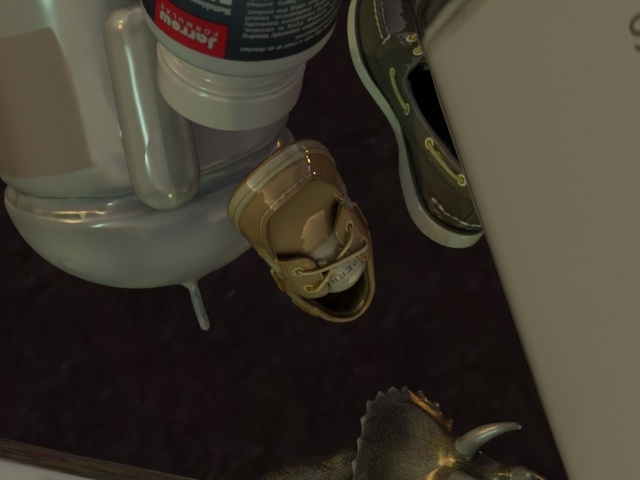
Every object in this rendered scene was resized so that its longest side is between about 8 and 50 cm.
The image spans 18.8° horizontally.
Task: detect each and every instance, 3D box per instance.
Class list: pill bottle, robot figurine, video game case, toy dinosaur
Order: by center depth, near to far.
[{"bbox_3d":[-0.039,-0.148,1.006,0.108,0.180,0.108,5,46,-5],"label":"pill bottle"},{"bbox_3d":[-0.014,0.180,1.165,0.314,0.160,0.121,-27,60,7],"label":"toy dinosaur"},{"bbox_3d":[-0.128,-0.118,1.278,0.200,0.300,0.353,-12,112,-5],"label":"robot figurine"},{"bbox_3d":[-0.212,0.191,1.584,0.227,0.206,0.026,9,86,14],"label":"video game case"}]

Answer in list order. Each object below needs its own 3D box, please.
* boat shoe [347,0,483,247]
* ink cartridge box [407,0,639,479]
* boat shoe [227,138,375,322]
[{"bbox_3d":[0.109,-0.142,1.844,0.109,0.091,0.305,2,56,-30],"label":"boat shoe"},{"bbox_3d":[0.138,-0.131,0.300,0.166,0.285,0.394,-6,73,-36],"label":"ink cartridge box"},{"bbox_3d":[0.000,0.000,0.974,0.063,0.170,0.059,-40,72,-1],"label":"boat shoe"}]
